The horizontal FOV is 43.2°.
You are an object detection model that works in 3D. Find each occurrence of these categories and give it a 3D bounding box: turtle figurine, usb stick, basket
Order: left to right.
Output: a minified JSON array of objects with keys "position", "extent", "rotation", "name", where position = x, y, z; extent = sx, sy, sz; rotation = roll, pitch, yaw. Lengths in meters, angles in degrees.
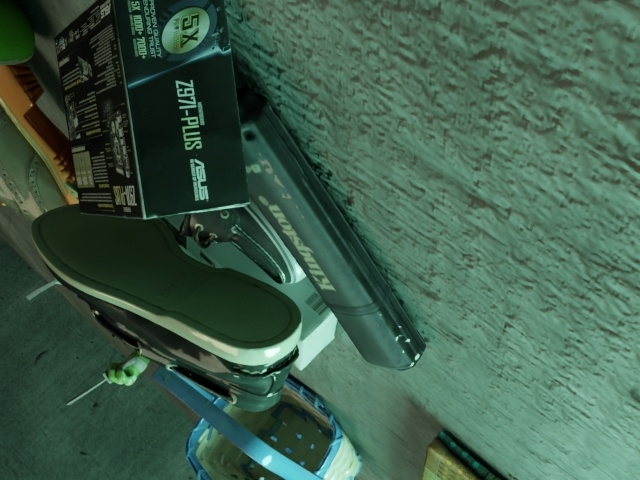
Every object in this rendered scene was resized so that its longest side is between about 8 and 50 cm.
[{"position":[-0.334,0.112,1.203],"extent":[0.266,0.275,0.197],"rotation":[99,168,-60],"name":"turtle figurine"},{"position":[-0.086,0.288,1.151],"extent":[0.255,0.201,0.289],"rotation":[27,163,44],"name":"basket"},{"position":[0.000,0.000,0.652],"extent":[0.077,0.045,0.278],"rotation":[14,143,57],"name":"usb stick"}]

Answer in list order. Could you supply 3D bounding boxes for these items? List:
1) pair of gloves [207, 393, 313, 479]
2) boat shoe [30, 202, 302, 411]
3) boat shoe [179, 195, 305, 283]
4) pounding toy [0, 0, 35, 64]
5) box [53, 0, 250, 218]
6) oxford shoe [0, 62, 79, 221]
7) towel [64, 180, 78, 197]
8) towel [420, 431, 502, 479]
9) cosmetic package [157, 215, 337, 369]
[{"position":[-0.109,0.326,1.385],"extent":[0.198,0.159,0.023],"rotation":[44,121,22],"name":"pair of gloves"},{"position":[-0.161,0.064,0.802],"extent":[0.340,0.127,0.113],"rotation":[21,128,27],"name":"boat shoe"},{"position":[-0.108,-0.034,0.756],"extent":[0.228,0.076,0.080],"rotation":[49,160,-8],"name":"boat shoe"},{"position":[-0.376,-0.256,0.801],"extent":[0.183,0.110,0.237],"rotation":[19,-158,-9],"name":"pounding toy"},{"position":[-0.129,-0.094,0.590],"extent":[0.180,0.078,0.147],"rotation":[4,103,61],"name":"box"},{"position":[-0.375,-0.086,1.022],"extent":[0.363,0.133,0.130],"rotation":[64,179,-15],"name":"oxford shoe"},{"position":[-0.168,0.050,1.009],"extent":[0.325,0.038,0.248],"rotation":[46,178,2],"name":"towel"},{"position":[0.223,0.368,0.935],"extent":[0.271,0.040,0.370],"rotation":[36,156,23],"name":"towel"},{"position":[-0.088,0.028,0.860],"extent":[0.239,0.060,0.099],"rotation":[41,161,16],"name":"cosmetic package"}]
